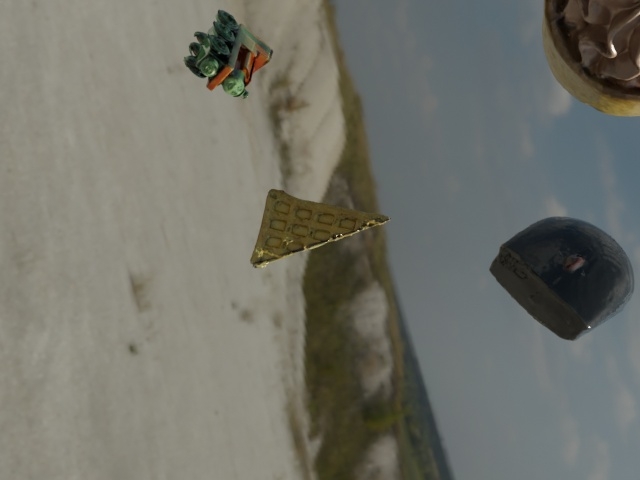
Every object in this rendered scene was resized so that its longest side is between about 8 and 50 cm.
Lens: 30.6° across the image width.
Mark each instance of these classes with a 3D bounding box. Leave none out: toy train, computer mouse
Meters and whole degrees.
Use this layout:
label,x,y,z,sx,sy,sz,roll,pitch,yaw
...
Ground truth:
label,x,y,z,sx,sy,sz,roll,pitch,yaw
toy train,-0.138,-0.278,1.779,0.118,0.074,0.176,38,27,-20
computer mouse,0.365,0.037,1.662,0.170,0.100,0.269,41,30,18

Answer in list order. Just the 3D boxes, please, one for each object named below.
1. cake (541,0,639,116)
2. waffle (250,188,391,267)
label,x,y,z,sx,sy,sz,roll,pitch,yaw
cake,0.315,-0.237,1.160,0.178,0.185,0.207,67,15,-69
waffle,0.000,0.000,1.386,0.023,0.153,0.097,75,27,-83
